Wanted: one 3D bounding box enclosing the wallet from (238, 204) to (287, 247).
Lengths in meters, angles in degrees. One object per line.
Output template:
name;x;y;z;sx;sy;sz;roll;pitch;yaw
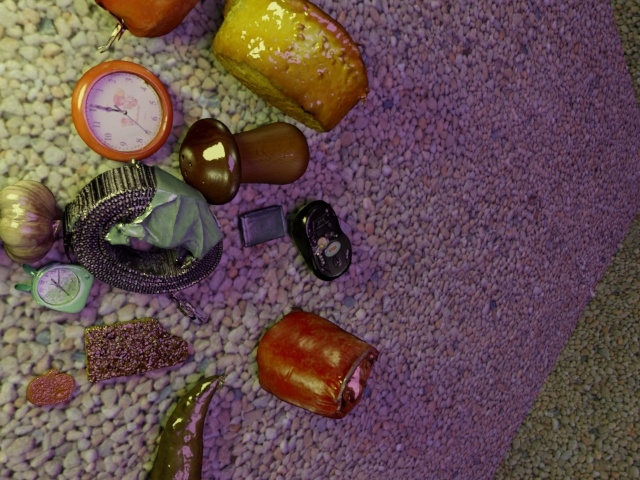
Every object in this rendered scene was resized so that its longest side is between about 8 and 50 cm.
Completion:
wallet;-0.150;-0.039;1.345;0.129;0.026;0.088;-18;107;-33

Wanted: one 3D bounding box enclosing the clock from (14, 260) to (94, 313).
clock;-0.541;0.089;1.062;0.135;0.041;0.101;21;88;-38

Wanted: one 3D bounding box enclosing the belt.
belt;-0.353;-0.012;1.082;0.260;0.122;0.324;-47;134;13

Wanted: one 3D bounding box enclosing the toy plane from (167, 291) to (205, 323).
toy plane;-0.326;0.153;1.240;0.121;0.049;0.031;49;69;-16

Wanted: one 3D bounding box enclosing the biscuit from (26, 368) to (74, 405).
biscuit;-0.572;0.310;1.104;0.091;0.015;0.078;7;94;-39

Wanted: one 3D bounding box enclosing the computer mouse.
computer mouse;0.000;0.000;1.428;0.137;0.096;0.233;-34;115;-33

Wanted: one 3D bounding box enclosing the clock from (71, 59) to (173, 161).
clock;-0.406;-0.266;1.078;0.205;0.051;0.205;-11;108;-35

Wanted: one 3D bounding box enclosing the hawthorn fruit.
hawthorn fruit;-0.343;-0.486;0.993;0.211;0.211;0.299;25;97;-39

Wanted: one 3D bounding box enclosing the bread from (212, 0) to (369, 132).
bread;-0.070;-0.395;1.133;0.358;0.337;0.204;34;87;-30

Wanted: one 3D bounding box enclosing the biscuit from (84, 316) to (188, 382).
biscuit;-0.417;0.245;1.203;0.236;0.026;0.131;-5;105;-36

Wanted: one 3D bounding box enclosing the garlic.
garlic;-0.537;-0.034;0.970;0.102;0.147;0.159;3;115;-16

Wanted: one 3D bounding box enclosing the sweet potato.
sweet potato;-0.336;0.527;1.272;0.130;0.130;0.423;17;84;-39

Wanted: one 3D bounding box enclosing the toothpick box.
toothpick box;-0.176;-0.189;1.196;0.294;0.192;0.192;-16;110;-41

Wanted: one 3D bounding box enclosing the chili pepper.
chili pepper;0.006;0.338;1.382;0.251;0.305;0.229;-24;120;-42
